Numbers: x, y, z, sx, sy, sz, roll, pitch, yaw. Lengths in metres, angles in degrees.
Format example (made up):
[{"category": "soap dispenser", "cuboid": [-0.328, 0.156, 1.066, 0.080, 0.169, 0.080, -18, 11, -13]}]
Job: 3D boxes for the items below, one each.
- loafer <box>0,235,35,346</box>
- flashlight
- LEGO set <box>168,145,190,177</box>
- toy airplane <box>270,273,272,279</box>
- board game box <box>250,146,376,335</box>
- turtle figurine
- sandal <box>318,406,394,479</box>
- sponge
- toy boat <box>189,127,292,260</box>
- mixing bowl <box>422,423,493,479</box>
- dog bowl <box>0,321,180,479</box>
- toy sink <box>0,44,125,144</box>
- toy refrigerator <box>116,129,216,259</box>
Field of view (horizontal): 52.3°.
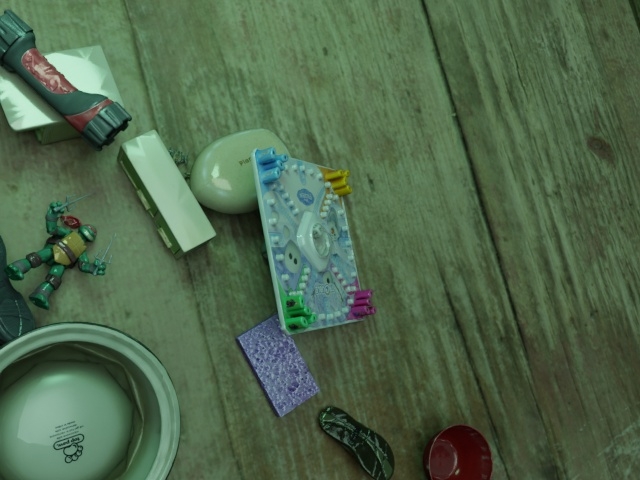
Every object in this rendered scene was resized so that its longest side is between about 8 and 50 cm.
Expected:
[{"category": "loafer", "cuboid": [-0.672, 0.079, 1.287, 0.109, 0.095, 0.302, -20, 83, -62]}, {"category": "flashlight", "cuboid": [-0.517, -0.317, 1.284, 0.304, 0.103, 0.103, 46, 63, -11]}, {"category": "LEGO set", "cuboid": [-0.332, -0.183, 1.525, 0.054, 0.023, 0.083, -14, 97, -22]}, {"category": "toy airplane", "cuboid": [-0.049, 0.066, 1.581, 0.151, 0.028, 0.151, 3, 77, -13]}, {"category": "board game box", "cuboid": [0.000, 0.000, 1.476, 0.390, 0.050, 0.390, 3, 74, -62]}, {"category": "turtle figurine", "cuboid": [-0.523, 0.021, 1.346, 0.175, 0.118, 0.234, 45, 53, -10]}, {"category": "sandal", "cuboid": [0.083, 0.479, 1.536, 0.219, 0.060, 0.090, 36, 61, 4]}, {"category": "sponge", "cuboid": [-0.099, 0.287, 1.511, 0.117, 0.031, 0.210, -28, 91, -25]}, {"category": "toy boat", "cuboid": [-0.158, -0.098, 1.523, 0.267, 0.148, 0.318, -27, 82, -30]}, {"category": "mixing bowl", "cuboid": [0.319, 0.540, 1.593, 0.181, 0.098, 0.181, 5, 77, -21]}, {"category": "dog bowl", "cuboid": [-0.487, 0.361, 1.248, 0.408, 0.150, 0.408, 5, 80, -30]}, {"category": "toy sink", "cuboid": [-0.565, -0.302, 1.392, 0.234, 0.131, 0.152, -21, 87, -30]}, {"category": "toy refrigerator", "cuboid": [-0.348, -0.097, 1.452, 0.094, 0.102, 0.269, -31, 92, -25]}]
